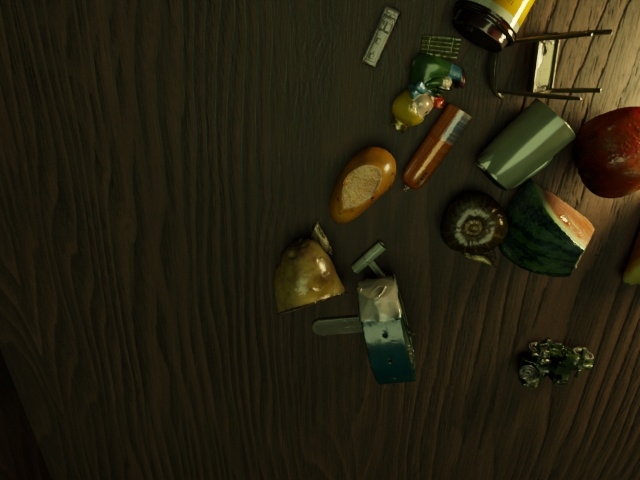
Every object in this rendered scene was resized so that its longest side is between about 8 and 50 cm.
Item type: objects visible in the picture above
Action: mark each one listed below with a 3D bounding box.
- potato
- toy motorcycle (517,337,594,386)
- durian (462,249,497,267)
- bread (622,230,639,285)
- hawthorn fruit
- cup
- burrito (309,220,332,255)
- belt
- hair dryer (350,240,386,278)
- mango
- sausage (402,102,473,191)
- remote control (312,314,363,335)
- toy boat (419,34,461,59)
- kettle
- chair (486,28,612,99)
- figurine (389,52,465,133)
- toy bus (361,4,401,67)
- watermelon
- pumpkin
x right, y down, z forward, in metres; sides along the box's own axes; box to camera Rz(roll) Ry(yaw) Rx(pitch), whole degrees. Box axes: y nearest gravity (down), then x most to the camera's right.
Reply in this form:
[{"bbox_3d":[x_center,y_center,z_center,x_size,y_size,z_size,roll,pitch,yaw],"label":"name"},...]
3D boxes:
[{"bbox_3d":[-0.063,0.123,1.520,0.288,0.300,0.237,-27,78,43],"label":"potato"},{"bbox_3d":[0.917,0.497,1.624,0.275,0.127,0.205,7,112,7],"label":"toy motorcycle"},{"bbox_3d":[0.582,0.048,1.476,0.140,0.110,0.071,24,91,-6],"label":"durian"},{"bbox_3d":[1.177,0.034,1.321,0.233,0.245,0.362,8,112,2],"label":"bread"},{"bbox_3d":[0.907,-0.271,1.196,0.300,0.254,0.254,-23,110,29],"label":"hawthorn fruit"},{"bbox_3d":[0.498,-0.670,1.110,0.196,0.196,0.280,30,105,-7],"label":"cup"},{"bbox_3d":[0.000,0.000,1.550,0.055,0.041,0.149,-26,106,3],"label":"burrito"},{"bbox_3d":[0.251,0.337,1.531,0.173,0.300,0.437,-15,116,13],"label":"belt"},{"bbox_3d":[0.233,0.108,1.578,0.183,0.044,0.155,38,114,-16],"label":"hair dryer"},{"bbox_3d":[0.130,-0.179,1.369,0.160,0.191,0.290,37,109,-3],"label":"mango"},{"bbox_3d":[0.363,-0.286,1.347,0.093,0.093,0.312,29,115,-7],"label":"sausage"},{"bbox_3d":[0.086,0.352,1.713,0.245,0.022,0.077,-7,112,9],"label":"remote control"},{"bbox_3d":[0.362,-0.585,1.249,0.115,0.016,0.063,6,116,4],"label":"toy boat"},{"bbox_3d":[0.641,-0.274,1.292,0.240,0.165,0.255,24,120,-36],"label":"kettle"},{"bbox_3d":[0.645,-0.503,1.185,0.272,0.166,0.188,23,126,44],"label":"chair"},{"bbox_3d":[0.326,-0.437,1.275,0.185,0.127,0.234,13,107,-17],"label":"figurine"},{"bbox_3d":[0.181,-0.607,1.231,0.057,0.072,0.172,26,114,-1],"label":"toy bus"},{"bbox_3d":[0.764,-0.049,1.342,0.292,0.283,0.250,-35,134,-5],"label":"watermelon"},{"bbox_3d":[0.525,-0.060,1.405,0.219,0.162,0.219,1,93,21],"label":"pumpkin"}]
